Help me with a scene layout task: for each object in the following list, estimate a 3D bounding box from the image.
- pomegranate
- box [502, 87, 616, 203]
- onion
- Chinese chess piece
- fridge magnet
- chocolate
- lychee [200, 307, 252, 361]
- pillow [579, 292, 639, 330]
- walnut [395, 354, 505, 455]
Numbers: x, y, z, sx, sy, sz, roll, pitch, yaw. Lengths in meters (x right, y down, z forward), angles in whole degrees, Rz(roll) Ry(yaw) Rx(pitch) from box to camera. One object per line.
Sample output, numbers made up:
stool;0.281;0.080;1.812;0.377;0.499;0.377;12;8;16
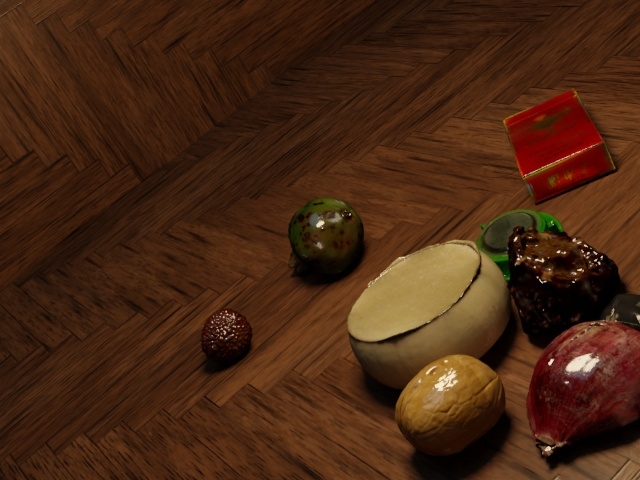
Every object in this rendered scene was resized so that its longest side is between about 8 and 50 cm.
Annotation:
pomegranate;0.000;0.000;2.435;0.248;0.202;0.202;-48;11;41
box;0.559;-0.229;2.336;0.197;0.089;0.313;-25;28;15
onion;0.440;0.238;1.649;0.283;0.120;0.227;-45;26;-25
Chinese chess piece;0.214;0.145;1.966;0.338;0.140;0.338;-31;20;13
fridge magnet;0.414;0.010;2.082;0.208;0.088;0.208;-25;32;17
chocolate;0.433;0.044;1.857;0.206;0.177;0.224;-30;17;24
lychee;-0.223;0.228;2.327;0.123;0.123;0.129;3;64;47
pillow;0.548;0.130;1.795;0.150;0.048;0.090;0;49;47
walnut;0.228;0.289;1.733;0.197;0.165;0.165;-41;28;-3
